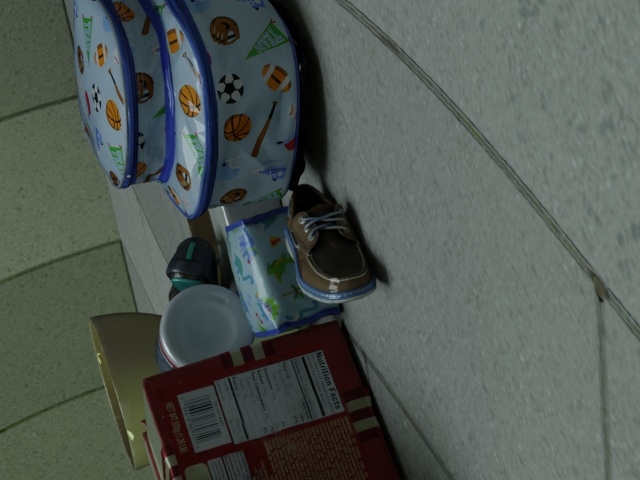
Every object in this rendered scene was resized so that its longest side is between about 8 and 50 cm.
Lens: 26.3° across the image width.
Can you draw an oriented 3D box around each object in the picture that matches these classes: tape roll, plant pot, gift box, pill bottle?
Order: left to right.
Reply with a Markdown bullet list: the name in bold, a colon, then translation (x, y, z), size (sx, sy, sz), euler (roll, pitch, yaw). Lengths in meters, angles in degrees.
- **plant pot**: translation (-0.284, 0.246, 2.457), size (0.284, 0.191, 0.284), euler (163, 90, -77)
- **pill bottle**: translation (-0.140, 0.123, 1.609), size (0.180, 0.108, 0.108), euler (122, 131, -71)
- **tape roll**: translation (-0.124, -0.043, 1.731), size (0.392, 0.072, 0.392), euler (163, 90, -77)
- **gift box**: translation (-0.077, 0.253, 1.477), size (0.258, 0.276, 0.255), euler (98, 158, -63)

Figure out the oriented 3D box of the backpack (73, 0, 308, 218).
- **backpack**: translation (-0.123, -0.156, 1.336), size (0.263, 0.213, 0.276), euler (46, 148, 43)

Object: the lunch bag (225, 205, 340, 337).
- **lunch bag**: translation (-0.051, 0.035, 1.470), size (0.151, 0.096, 0.128), euler (-21, 85, 67)

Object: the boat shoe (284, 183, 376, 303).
- **boat shoe**: translation (0.000, 0.000, 1.286), size (0.183, 0.066, 0.066), euler (-132, 30, -61)

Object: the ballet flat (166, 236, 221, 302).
- **ballet flat**: translation (-0.149, 0.044, 1.654), size (0.203, 0.074, 0.074), euler (97, 154, -72)
